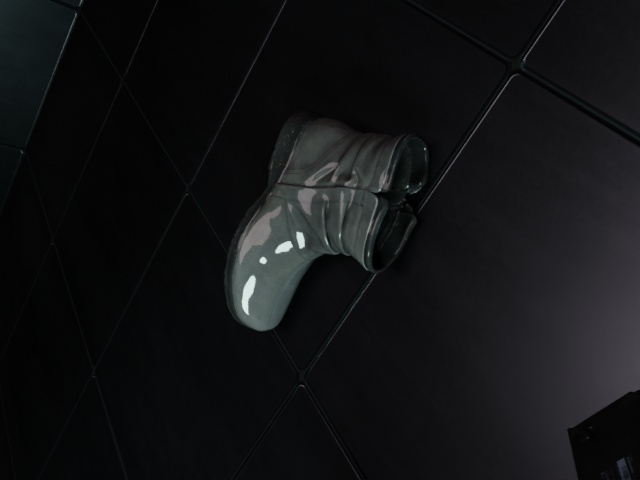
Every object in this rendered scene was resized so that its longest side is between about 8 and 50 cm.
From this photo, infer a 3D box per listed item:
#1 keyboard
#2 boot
[{"bbox_3d":[0.237,0.204,0.497,0.108,0.023,0.180,-45,8,26],"label":"keyboard"},{"bbox_3d":[0.000,0.000,0.825,0.222,0.118,0.338,28,106,42],"label":"boot"}]
